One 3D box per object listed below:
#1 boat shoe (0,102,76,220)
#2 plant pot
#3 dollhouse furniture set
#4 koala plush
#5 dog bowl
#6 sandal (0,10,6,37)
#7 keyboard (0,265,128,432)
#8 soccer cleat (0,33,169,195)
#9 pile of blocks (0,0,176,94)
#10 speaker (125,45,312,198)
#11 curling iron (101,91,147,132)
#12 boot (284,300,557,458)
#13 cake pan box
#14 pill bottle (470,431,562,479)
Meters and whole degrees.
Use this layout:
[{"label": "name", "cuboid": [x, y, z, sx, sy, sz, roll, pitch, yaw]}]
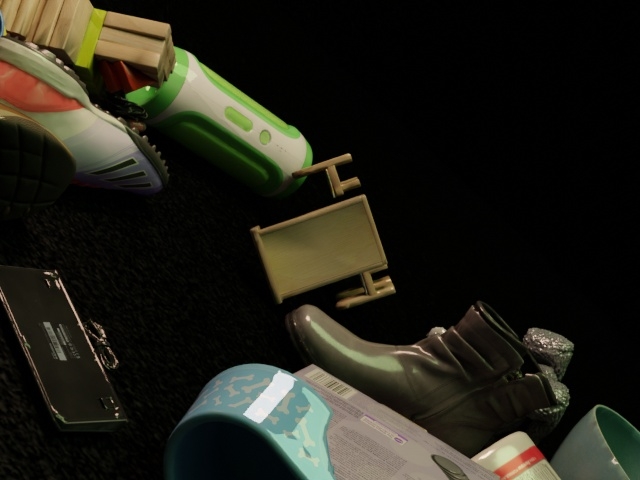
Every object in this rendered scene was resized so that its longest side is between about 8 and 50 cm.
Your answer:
[{"label": "boat shoe", "cuboid": [-0.363, -0.113, 0.879, 0.324, 0.122, 0.120, 22, 27, -55]}, {"label": "plant pot", "cuboid": [0.422, 0.415, 1.425, 0.290, 0.195, 0.290, 42, 18, -17]}, {"label": "dollhouse furniture set", "cuboid": [0.000, 0.000, 1.419, 0.242, 0.160, 0.212, -80, 152, -85]}, {"label": "koala plush", "cuboid": [0.251, 0.225, 1.537, 0.221, 0.203, 0.196, 26, 31, 2]}, {"label": "dog bowl", "cuboid": [-0.019, 0.248, 0.844, 0.297, 0.166, 0.074, 49, 29, 6]}, {"label": "sandal", "cuboid": [-0.450, -0.310, 1.019, 0.317, 0.138, 0.126, 35, 64, -27]}, {"label": "keyboard", "cuboid": [-0.232, 0.097, 0.889, 0.108, 0.023, 0.180, 10, 41, -52]}, {"label": "soccer cleat", "cuboid": [-0.283, -0.108, 1.117, 0.108, 0.116, 0.318, 25, -10, 26]}, {"label": "pile of blocks", "cuboid": [-0.357, -0.255, 1.234, 0.362, 0.113, 0.149, 21, -18, -21]}, {"label": "speaker", "cuboid": [-0.148, -0.174, 1.490, 0.296, 0.131, 0.131, 32, 23, -40]}, {"label": "curling iron", "cuboid": [-0.301, -0.152, 1.247, 0.068, 0.035, 0.274, 32, 19, 9]}, {"label": "boot", "cuboid": [0.135, 0.147, 1.291, 0.338, 0.222, 0.118, 41, 19, -19]}, {"label": "cake pan box", "cuboid": [0.034, 0.233, 0.998, 0.266, 0.070, 0.245, 29, 13, 15]}, {"label": "pill bottle", "cuboid": [0.261, 0.396, 1.125, 0.319, 0.176, 0.176, 54, 19, 20]}]
